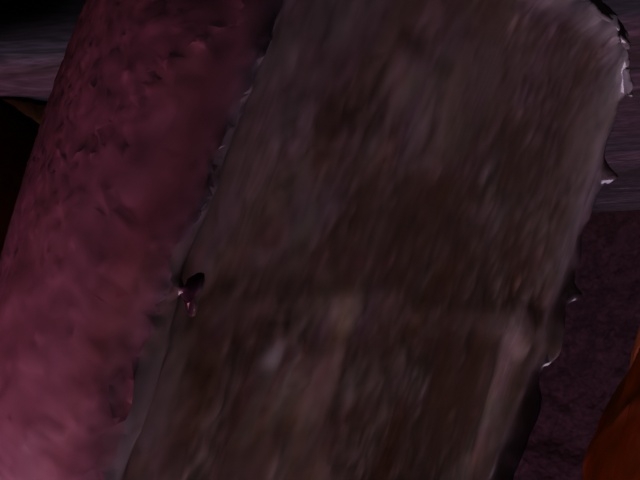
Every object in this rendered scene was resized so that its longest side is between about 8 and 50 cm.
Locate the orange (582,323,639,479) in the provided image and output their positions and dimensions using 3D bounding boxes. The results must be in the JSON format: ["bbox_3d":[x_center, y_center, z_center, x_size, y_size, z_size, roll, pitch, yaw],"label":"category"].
[{"bbox_3d":[0.212,0.074,0.349,0.329,0.329,0.249,-2,143,-7],"label":"orange"}]

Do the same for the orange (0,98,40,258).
[{"bbox_3d":[-0.170,0.052,0.556,0.264,0.264,0.264,-2,178,0],"label":"orange"}]

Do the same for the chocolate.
[{"bbox_3d":[0.000,0.000,0.504,0.100,0.185,0.303,24,-174,18],"label":"chocolate"}]

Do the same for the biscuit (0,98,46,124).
[{"bbox_3d":[-0.220,-0.045,0.929,0.144,0.040,0.236,4,174,-21],"label":"biscuit"}]
